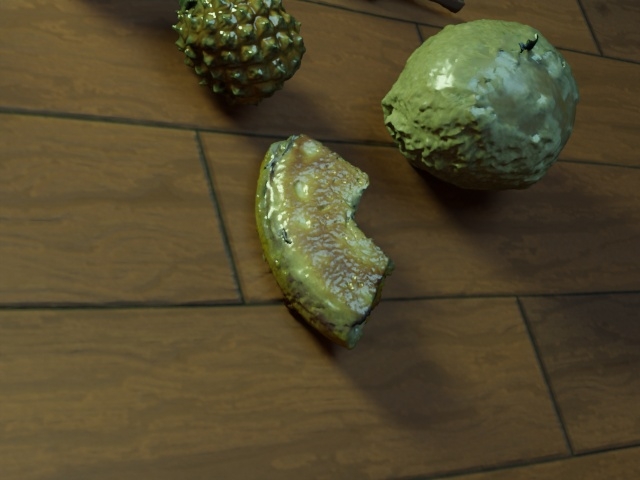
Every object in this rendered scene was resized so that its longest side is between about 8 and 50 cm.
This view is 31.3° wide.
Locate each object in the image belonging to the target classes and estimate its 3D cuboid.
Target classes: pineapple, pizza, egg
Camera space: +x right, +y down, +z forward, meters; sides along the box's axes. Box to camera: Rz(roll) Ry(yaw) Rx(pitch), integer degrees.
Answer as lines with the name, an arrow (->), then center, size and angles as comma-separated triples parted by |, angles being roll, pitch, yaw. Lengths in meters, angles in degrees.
pineapple -> -0.119, -0.277, 1.507 | 0.193, 0.166, 0.166 | 48, 43, -23
pizza -> 0.000, 0.000, 1.479 | 0.161, 0.085, 0.305 | -10, 66, -19
egg -> 0.241, -0.198, 1.681 | 0.310, 0.279, 0.279 | 1, 63, -37

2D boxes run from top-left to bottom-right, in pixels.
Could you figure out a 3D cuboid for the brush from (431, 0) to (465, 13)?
brush -> 0.126, -0.426, 1.866 | 0.301, 0.084, 0.071 | 16, 53, -38
